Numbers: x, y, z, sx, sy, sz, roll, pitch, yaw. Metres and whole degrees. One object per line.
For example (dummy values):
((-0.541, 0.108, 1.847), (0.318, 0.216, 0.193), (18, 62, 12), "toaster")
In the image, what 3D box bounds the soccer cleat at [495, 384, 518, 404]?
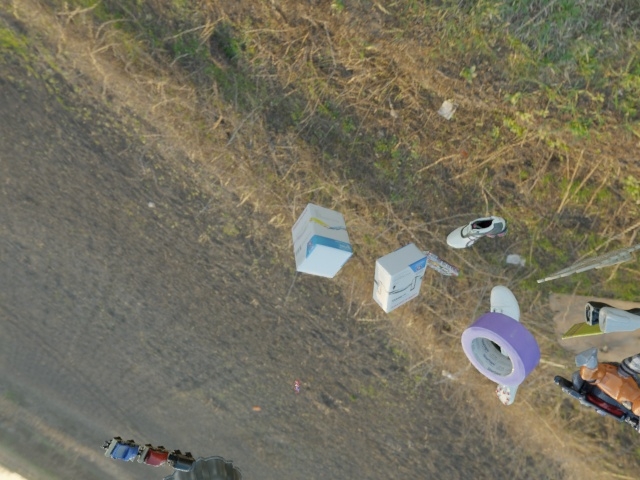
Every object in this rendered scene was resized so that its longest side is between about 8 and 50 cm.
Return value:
((0.654, 0.491, 1.393), (0.068, 0.076, 0.196), (41, 147, 52), "soccer cleat")

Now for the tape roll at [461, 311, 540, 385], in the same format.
((0.493, 0.298, 1.115), (0.189, 0.080, 0.188), (41, 148, 32), "tape roll")

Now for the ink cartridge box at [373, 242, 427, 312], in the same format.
((0.261, 0.127, 1.351), (0.086, 0.148, 0.203), (49, 155, 38), "ink cartridge box")

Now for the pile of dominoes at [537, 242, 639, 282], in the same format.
((0.791, 0.076, 1.165), (0.196, 0.251, 0.040), (130, 120, -69), "pile of dominoes")

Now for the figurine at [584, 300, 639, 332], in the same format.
((1.110, 0.278, 1.458), (0.210, 0.215, 0.092), (-1, 90, 15), "figurine")

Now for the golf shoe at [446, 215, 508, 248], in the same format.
((0.655, -0.047, 1.742), (0.273, 0.105, 0.120), (-24, 147, 37), "golf shoe")

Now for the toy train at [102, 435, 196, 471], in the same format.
((-0.257, 0.331, 0.620), (0.036, 0.027, 0.158), (8, 156, 47), "toy train")

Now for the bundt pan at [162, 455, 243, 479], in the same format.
((-0.407, 0.929, 1.392), (0.330, 0.331, 0.124), (55, 165, -25), "bundt pan")

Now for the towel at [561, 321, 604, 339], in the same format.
((1.112, 0.368, 1.674), (0.021, 0.102, 0.237), (52, 163, 10), "towel")

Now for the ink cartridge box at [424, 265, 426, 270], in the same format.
((0.396, 0.153, 1.853), (0.067, 0.115, 0.198), (25, 165, -13), "ink cartridge box")

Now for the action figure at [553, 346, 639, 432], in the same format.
((0.779, 0.375, 0.987), (0.341, 0.178, 0.330), (26, 177, 35), "action figure")

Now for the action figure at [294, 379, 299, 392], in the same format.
((-0.126, 0.773, 2.154), (0.030, 0.038, 0.115), (0, 136, -7), "action figure")

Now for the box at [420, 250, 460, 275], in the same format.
((0.412, 0.081, 1.434), (0.137, 0.027, 0.094), (30, 171, -10), "box")

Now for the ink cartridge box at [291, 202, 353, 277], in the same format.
((0.000, 0.000, 1.924), (0.197, 0.270, 0.198), (15, 133, -26), "ink cartridge box")

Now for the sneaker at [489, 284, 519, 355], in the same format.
((0.739, 0.340, 1.663), (0.108, 0.169, 0.292), (-12, 87, 47), "sneaker")
